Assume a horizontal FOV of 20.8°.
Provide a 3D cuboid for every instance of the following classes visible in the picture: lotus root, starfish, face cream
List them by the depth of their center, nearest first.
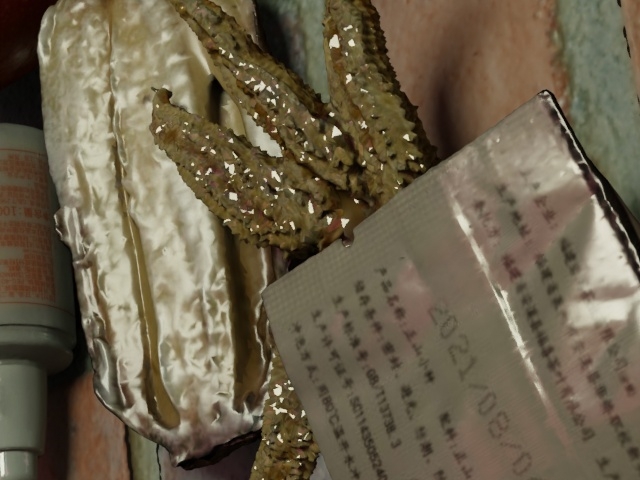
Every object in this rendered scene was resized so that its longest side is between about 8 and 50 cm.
[{"bbox_3d":[-0.005,-0.025,0.961,0.301,0.084,0.293,-37,75,27],"label":"starfish"},{"bbox_3d":[-0.077,-0.021,1.076,0.167,0.078,0.329,-15,71,19],"label":"lotus root"},{"bbox_3d":[-0.214,0.052,1.172,0.101,0.101,0.252,-24,63,37],"label":"face cream"}]

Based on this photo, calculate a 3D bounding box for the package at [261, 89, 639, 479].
[{"bbox_3d":[0.093,0.084,0.843,0.204,0.062,0.251,-35,78,23],"label":"package"}]

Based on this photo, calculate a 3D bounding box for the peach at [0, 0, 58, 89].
[{"bbox_3d":[-0.262,-0.219,1.196,0.245,0.249,0.274,-39,33,-22],"label":"peach"}]
